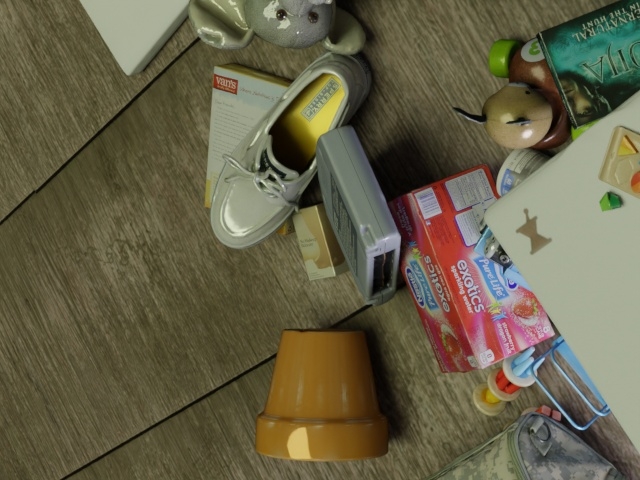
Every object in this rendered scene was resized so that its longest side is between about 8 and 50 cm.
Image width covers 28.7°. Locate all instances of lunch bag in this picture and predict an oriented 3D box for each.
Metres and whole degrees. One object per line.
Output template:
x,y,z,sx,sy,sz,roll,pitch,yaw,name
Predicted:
0.266,0.395,1.711,0.256,0.212,0.305,52,131,5,lunch bag

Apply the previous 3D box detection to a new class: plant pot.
0.003,0.231,1.921,0.205,0.205,0.188,0,89,40,plant pot

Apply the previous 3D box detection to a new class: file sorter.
0.377,0.151,1.622,0.118,0.104,0.170,51,129,8,file sorter

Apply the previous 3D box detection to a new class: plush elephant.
-0.045,-0.382,1.715,0.330,0.272,0.255,137,121,-69,plush elephant

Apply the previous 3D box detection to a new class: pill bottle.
0.306,-0.064,1.635,0.137,0.078,0.078,31,122,30,pill bottle

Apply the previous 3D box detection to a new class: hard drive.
-0.279,-0.441,2.032,0.307,0.040,0.203,-41,77,40,hard drive

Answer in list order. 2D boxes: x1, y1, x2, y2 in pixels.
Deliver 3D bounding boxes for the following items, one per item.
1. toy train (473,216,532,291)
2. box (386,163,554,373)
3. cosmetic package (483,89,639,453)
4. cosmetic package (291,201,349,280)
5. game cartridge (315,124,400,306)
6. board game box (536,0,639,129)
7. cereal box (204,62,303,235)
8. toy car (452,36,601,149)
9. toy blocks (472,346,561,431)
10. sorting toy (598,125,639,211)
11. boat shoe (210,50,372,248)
0.284,0.028,1.601,0.184,0.105,0.080,29,113,-3,toy train
0.196,0.041,1.707,0.257,0.128,0.122,68,158,0,box
0.458,-0.021,1.311,0.329,0.394,0.327,-41,77,41,cosmetic package
0.000,0.000,1.938,0.060,0.041,0.115,-13,95,42,cosmetic package
0.051,-0.038,1.751,0.297,0.062,0.198,85,168,-71,game cartridge
0.368,-0.224,1.493,0.186,0.026,0.126,-22,90,2,board game box
-0.099,-0.145,1.970,0.173,0.047,0.240,21,116,32,cereal box
0.252,-0.176,1.571,0.155,0.188,0.149,13,112,37,toy car
0.287,0.219,1.735,0.123,0.054,0.148,52,145,14,toy blocks
0.289,-0.058,1.168,0.062,0.012,0.083,29,120,31,sorting toy
-0.061,-0.114,1.828,0.136,0.156,0.367,41,115,-1,boat shoe
